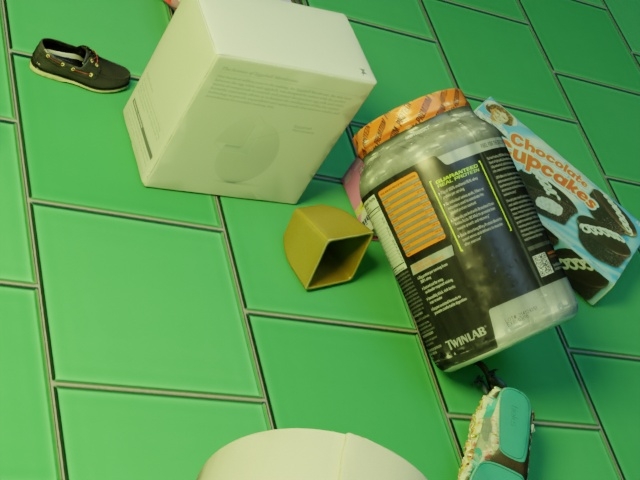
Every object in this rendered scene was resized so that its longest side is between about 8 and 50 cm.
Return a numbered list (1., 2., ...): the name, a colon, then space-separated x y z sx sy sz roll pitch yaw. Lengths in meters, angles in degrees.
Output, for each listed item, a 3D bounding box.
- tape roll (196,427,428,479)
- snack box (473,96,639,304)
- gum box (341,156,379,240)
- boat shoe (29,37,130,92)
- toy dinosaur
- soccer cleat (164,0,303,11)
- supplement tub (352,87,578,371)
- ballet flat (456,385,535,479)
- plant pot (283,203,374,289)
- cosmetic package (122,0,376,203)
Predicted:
1. tape roll: -0.012 0.309 1.160 0.246 0.246 0.169 27 39 -12
2. snack box: 0.326 -0.065 1.931 0.322 0.060 0.187 41 38 6
3. gum box: 0.134 -0.055 1.777 0.188 0.062 0.107 4 49 -33
4. boat shoe: -0.299 -0.222 1.643 0.133 0.042 0.049 12 43 -30
5. toy dinosaur: 0.234 0.193 1.623 0.082 0.047 0.090 44 25 -20
6. soccer cleat: -0.134 -0.318 1.759 0.116 0.109 0.318 -10 33 -34
7. supplement tub: 0.170 -0.014 1.599 0.193 0.193 0.316 -16 80 -45
8. ballet flat: 0.194 0.270 1.484 0.091 0.077 0.241 32 41 -3
9. plant pot: 0.000 0.000 1.614 0.081 0.081 0.083 -11 47 -43
10. cosmetic package: -0.092 -0.178 1.605 0.224 0.225 0.138 6 48 -33
